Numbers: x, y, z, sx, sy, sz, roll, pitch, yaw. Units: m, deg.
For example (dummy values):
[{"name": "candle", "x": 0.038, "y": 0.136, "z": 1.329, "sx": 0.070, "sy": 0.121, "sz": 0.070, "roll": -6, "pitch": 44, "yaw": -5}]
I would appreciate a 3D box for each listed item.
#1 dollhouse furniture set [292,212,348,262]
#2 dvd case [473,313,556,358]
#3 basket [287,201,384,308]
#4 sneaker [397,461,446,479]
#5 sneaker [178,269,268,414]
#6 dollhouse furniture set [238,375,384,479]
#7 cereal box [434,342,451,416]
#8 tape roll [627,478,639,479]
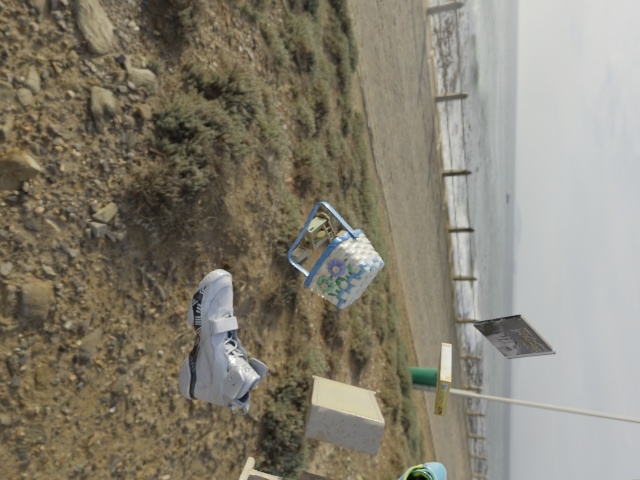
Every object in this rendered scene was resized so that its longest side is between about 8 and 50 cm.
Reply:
[{"name": "dollhouse furniture set", "x": 0.000, "y": 0.000, "z": 1.593, "sx": 0.182, "sy": 0.160, "sz": 0.101, "roll": -40, "pitch": 132, "yaw": -35}, {"name": "dvd case", "x": 0.623, "y": 0.315, "z": 1.454, "sx": 0.221, "sy": 0.164, "sz": 0.018, "roll": 41, "pitch": 50, "yaw": -24}, {"name": "basket", "x": 0.040, "y": 0.050, "z": 1.457, "sx": 0.201, "sy": 0.289, "sz": 0.255, "roll": -13, "pitch": 140, "yaw": -50}, {"name": "sneaker", "x": 0.379, "y": 0.859, "z": 1.611, "sx": 0.318, "sy": 0.127, "sz": 0.208, "roll": -11, "pitch": 140, "yaw": -39}, {"name": "sneaker", "x": -0.240, "y": 0.271, "z": 1.189, "sx": 0.137, "sy": 0.210, "sz": 0.367, "roll": -2, "pitch": 106, "yaw": -65}, {"name": "dollhouse furniture set", "x": 0.008, "y": 0.547, "z": 1.024, "sx": 0.256, "sy": 0.361, "sz": 0.395, "roll": 71, "pitch": 33, "yaw": -85}, {"name": "cereal box", "x": 0.492, "y": 0.550, "z": 1.807, "sx": 0.240, "sy": 0.047, "sz": 0.173, "roll": -55, "pitch": 149, "yaw": -61}, {"name": "tape roll", "x": 1.142, "y": 1.018, "z": 1.601, "sx": 0.077, "sy": 0.321, "sz": 0.321, "roll": 46, "pitch": 36, "yaw": -7}]
